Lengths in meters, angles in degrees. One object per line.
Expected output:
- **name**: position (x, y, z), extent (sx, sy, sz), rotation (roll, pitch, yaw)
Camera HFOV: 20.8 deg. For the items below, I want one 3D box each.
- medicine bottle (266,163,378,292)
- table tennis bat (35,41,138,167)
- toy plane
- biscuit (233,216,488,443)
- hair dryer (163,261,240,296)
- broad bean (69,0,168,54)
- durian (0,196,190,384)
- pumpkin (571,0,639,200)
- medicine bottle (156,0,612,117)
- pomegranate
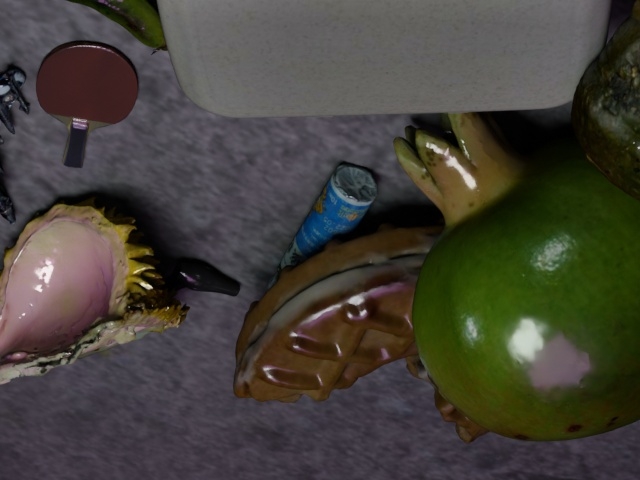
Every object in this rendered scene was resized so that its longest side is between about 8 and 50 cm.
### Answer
- **medicine bottle**: position (0.000, 0.000, 1.776), extent (0.051, 0.051, 0.191), rotation (14, 136, -16)
- **table tennis bat**: position (-0.225, -0.128, 1.657), extent (0.095, 0.014, 0.158), rotation (7, 136, -11)
- **toy plane**: position (-0.334, -0.077, 1.664), extent (0.169, 0.078, 0.246), rotation (-31, 140, -8)
- **biscuit**: position (0.107, 0.093, 1.799), extent (0.366, 0.115, 0.268), rotation (9, 138, -31)
- **hair dryer**: position (-0.138, 0.050, 1.859), extent (0.079, 0.031, 0.083), rotation (23, 148, -37)
- **broad bean**: position (-0.219, -0.220, 1.533), extent (0.227, 0.039, 0.069), rotation (26, 138, -27)
- **durian**: position (-0.242, 0.078, 1.799), extent (0.305, 0.185, 0.195), rotation (-28, 151, 34)
- **pumpkin**: position (0.327, -0.146, 1.485), extent (0.190, 0.280, 0.139), rotation (25, 132, 0)
- **medicine bottle**: position (0.054, -0.207, 1.466), extent (0.375, 0.123, 0.282), rotation (-2, 148, 3)
- **pomegranate**: position (0.222, 0.009, 1.606), extent (0.358, 0.310, 0.216), rotation (52, 159, -7)
